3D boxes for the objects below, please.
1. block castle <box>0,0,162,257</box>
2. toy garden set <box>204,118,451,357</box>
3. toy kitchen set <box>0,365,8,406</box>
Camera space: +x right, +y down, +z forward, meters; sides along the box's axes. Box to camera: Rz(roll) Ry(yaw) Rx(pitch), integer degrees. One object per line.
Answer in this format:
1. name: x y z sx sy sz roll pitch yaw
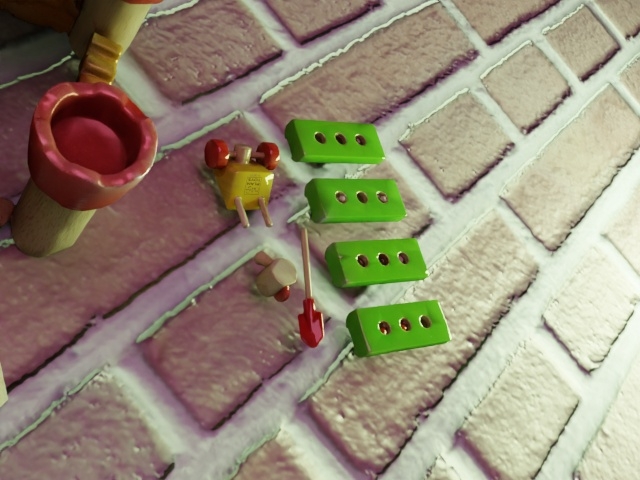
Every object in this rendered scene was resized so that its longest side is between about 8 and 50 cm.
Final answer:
1. block castle: -0.326 -0.195 0.561 0.453 0.213 0.303 20 54 -24
2. toy garden set: 0.000 0.000 0.781 0.203 0.049 0.244 -3 66 -37
3. toy kitchen set: -0.265 0.108 0.551 0.068 0.075 0.083 -70 153 -76
